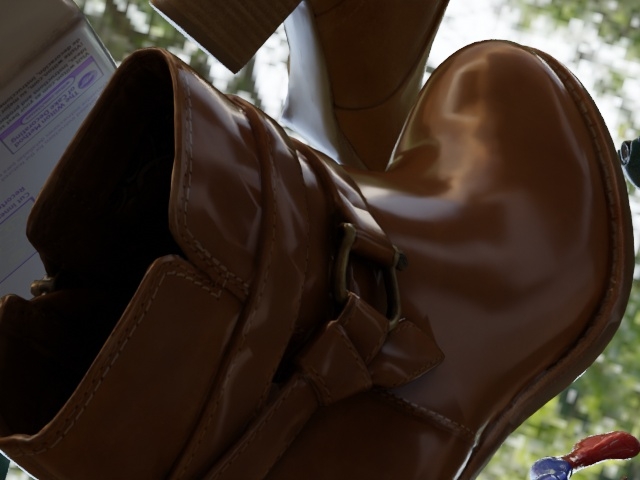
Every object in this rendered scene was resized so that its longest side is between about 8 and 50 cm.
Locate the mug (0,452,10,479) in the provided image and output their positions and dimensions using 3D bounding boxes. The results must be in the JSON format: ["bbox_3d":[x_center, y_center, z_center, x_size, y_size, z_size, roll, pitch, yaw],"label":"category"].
[{"bbox_3d":[-0.362,0.207,1.596,0.097,0.129,0.158,23,-153,-38],"label":"mug"}]

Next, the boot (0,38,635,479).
[{"bbox_3d":[0.000,0.000,0.577,0.109,0.283,0.220,-5,146,40],"label":"boot"}]

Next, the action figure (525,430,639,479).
[{"bbox_3d":[0.151,0.170,0.994,0.139,0.092,0.280,-6,-179,35],"label":"action figure"}]

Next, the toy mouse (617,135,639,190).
[{"bbox_3d":[0.213,-0.042,0.931,0.143,0.031,0.161,-12,171,31],"label":"toy mouse"}]

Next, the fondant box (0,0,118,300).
[{"bbox_3d":[-0.188,0.003,0.821,0.096,0.238,0.330,47,174,18],"label":"fondant box"}]

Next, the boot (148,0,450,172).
[{"bbox_3d":[0.053,-0.141,0.965,0.104,0.211,0.295,41,-179,41],"label":"boot"}]
